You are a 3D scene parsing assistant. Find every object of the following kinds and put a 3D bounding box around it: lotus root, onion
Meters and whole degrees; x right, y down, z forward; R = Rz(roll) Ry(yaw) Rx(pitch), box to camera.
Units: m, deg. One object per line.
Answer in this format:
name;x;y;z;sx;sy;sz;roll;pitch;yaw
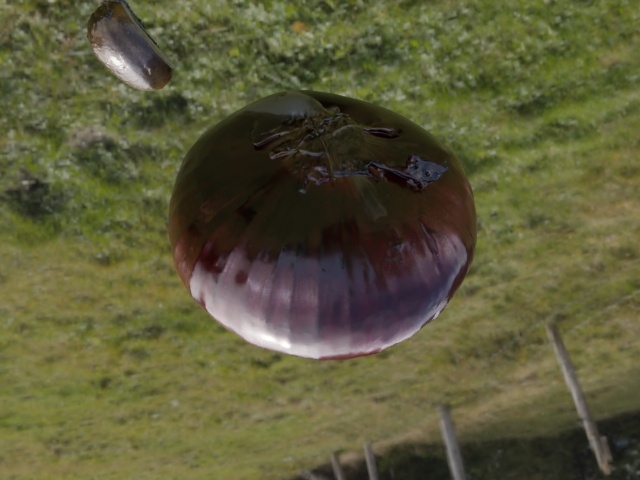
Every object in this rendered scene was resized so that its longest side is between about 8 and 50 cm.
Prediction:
lotus root;-0.126;-0.123;0.550;0.037;0.030;0.083;-30;155;4
onion;0.000;0.000;0.758;0.273;0.273;0.285;-9;146;-10
